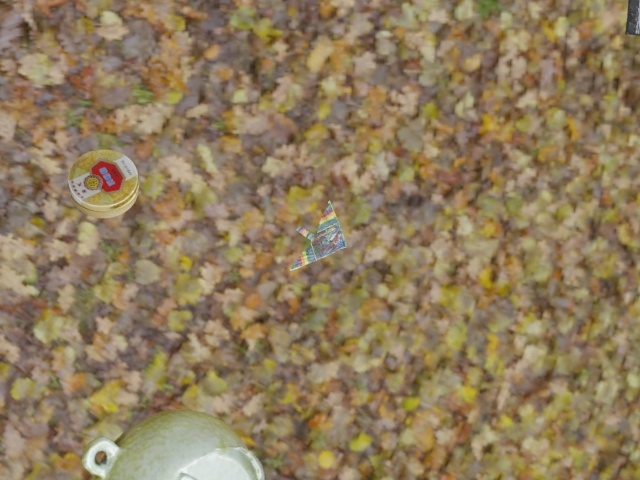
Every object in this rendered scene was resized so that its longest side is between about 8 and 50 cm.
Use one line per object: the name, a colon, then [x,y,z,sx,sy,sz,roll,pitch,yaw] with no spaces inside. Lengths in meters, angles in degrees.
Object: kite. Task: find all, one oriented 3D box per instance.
kite: [0.000,0.000,1.466,0.090,0.004,0.122,21,113,-33]

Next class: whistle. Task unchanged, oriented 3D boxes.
whistle: [-0.073,0.192,0.702,0.223,0.123,0.123,39,76,-29]

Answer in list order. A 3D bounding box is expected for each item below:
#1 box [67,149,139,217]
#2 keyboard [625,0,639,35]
box: [-0.324,-0.084,1.543,0.105,0.105,0.037,-37,161,-24]
keyboard: [0.319,-0.285,0.947,0.018,0.060,0.195,-25,123,-52]
